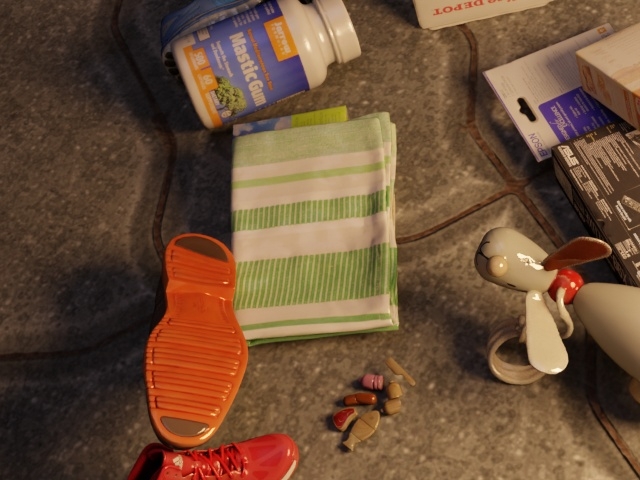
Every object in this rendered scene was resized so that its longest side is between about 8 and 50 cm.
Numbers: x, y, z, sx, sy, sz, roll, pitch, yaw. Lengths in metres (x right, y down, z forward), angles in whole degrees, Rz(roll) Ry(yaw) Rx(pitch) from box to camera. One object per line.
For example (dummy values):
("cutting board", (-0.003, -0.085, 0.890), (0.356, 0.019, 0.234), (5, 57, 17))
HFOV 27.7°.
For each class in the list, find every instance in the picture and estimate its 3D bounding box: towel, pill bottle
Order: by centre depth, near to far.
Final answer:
("towel", (-0.012, -0.018, 1.796), (0.248, 0.038, 0.325), (-8, 64, 15))
("pill bottle", (-0.082, -0.289, 2.017), (0.272, 0.152, 0.152), (-22, 51, 0))

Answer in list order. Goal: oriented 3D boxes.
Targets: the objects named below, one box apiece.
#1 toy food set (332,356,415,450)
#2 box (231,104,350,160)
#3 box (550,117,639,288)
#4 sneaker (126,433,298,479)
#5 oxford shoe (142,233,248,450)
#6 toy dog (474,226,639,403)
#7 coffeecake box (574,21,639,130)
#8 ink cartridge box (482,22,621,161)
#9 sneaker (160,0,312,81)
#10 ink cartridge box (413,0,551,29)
("toy food set", (0.064, 0.211, 1.679), (0.122, 0.019, 0.078), (-41, 53, -6))
("box", (-0.043, -0.141, 1.963), (0.178, 0.042, 0.109), (-9, 51, 10))
("box", (0.478, -0.047, 1.712), (0.242, 0.076, 0.307), (-23, 51, -1))
("sneaker", (-0.139, 0.288, 1.609), (0.221, 0.128, 0.087), (-29, 52, -4))
("oxford shoe", (-0.170, 0.152, 1.699), (0.130, 0.133, 0.363), (14, 37, -9))
("toy dog", (0.331, 0.099, 1.533), (0.334, 0.220, 0.161), (6, 13, 21))
("coffeecake box", (0.459, -0.228, 1.772), (0.142, 0.068, 0.185), (-25, 33, -6))
("ink cartridge box", (0.370, -0.208, 1.887), (0.208, 0.045, 0.206), (-21, 50, -2))
("sneaker", (-0.119, -0.391, 2.123), (0.330, 0.130, 0.147), (-22, 53, 0))
("ink cartridge box", (0.226, -0.493, 1.980), (0.226, 0.306, 0.131), (-10, 51, 9))
